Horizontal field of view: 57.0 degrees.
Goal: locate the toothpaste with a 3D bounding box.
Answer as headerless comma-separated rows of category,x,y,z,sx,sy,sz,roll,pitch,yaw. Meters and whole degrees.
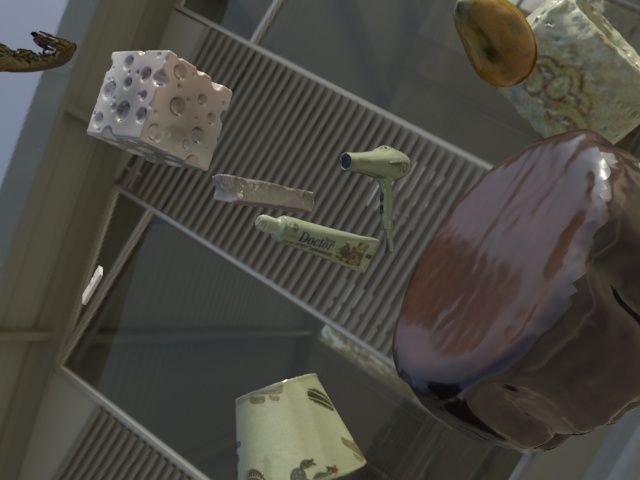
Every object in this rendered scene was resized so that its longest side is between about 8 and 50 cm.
toothpaste,0.000,0.000,0.988,0.255,0.037,0.067,18,-79,-38

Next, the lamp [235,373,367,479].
lamp,-0.010,0.233,0.521,0.121,0.214,0.121,-16,-15,-4

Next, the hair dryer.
hair dryer,0.127,-0.118,1.448,0.229,0.092,0.267,21,-106,-42

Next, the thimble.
thimble,0.465,-0.309,1.086,0.195,0.291,0.291,-44,-6,33

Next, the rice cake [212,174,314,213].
rice cake,-0.115,-0.097,1.296,0.365,0.073,0.056,3,-93,-64

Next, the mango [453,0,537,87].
mango,0.266,-0.309,0.892,0.111,0.089,0.163,-48,-63,-31

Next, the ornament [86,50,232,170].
ornament,-0.428,-0.346,1.581,0.240,0.239,0.239,23,-98,-53

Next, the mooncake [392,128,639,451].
mooncake,0.190,0.046,0.520,0.283,0.141,0.283,-53,11,15

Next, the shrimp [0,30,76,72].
shrimp,-0.407,-0.248,0.773,0.178,0.124,0.034,-8,-89,-50

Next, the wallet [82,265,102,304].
wallet,-0.498,0.098,1.290,0.011,0.044,0.083,26,-78,-31
